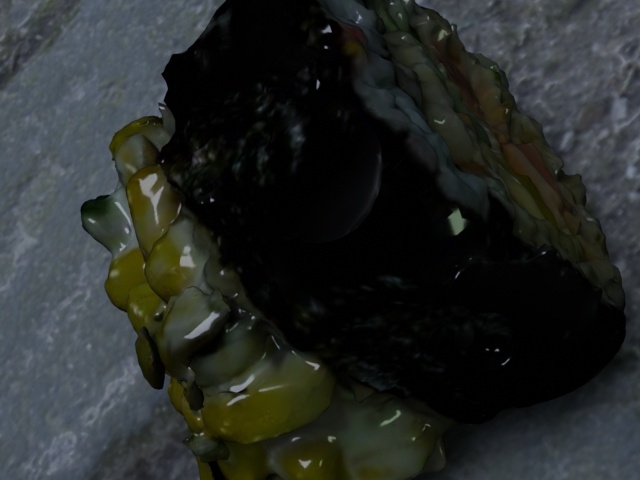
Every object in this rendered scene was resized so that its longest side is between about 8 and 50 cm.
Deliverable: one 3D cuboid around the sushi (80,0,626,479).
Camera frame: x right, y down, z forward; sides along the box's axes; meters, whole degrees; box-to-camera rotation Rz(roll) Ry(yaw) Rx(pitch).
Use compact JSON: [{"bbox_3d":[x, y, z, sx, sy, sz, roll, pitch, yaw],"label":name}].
[{"bbox_3d":[0.000,0.000,1.006,0.285,0.328,0.328,-39,57,20],"label":"sushi"}]
